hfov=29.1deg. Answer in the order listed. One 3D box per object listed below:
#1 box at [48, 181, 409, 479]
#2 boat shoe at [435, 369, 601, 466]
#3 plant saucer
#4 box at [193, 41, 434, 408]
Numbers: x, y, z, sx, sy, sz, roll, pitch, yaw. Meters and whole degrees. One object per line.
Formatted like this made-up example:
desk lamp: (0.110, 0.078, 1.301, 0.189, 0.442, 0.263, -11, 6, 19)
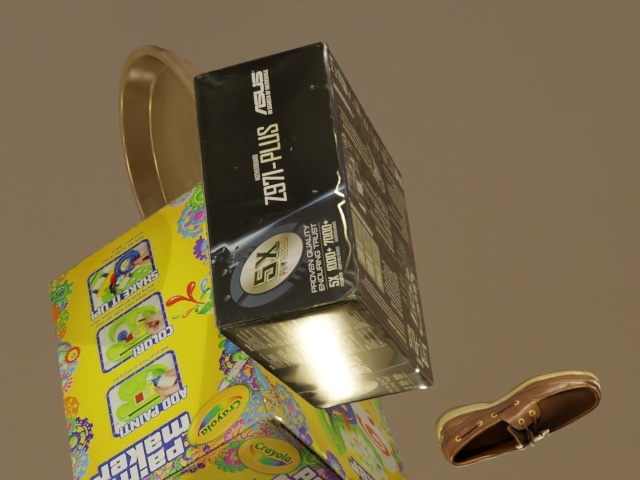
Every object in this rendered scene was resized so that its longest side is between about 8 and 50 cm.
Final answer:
box: (-0.068, 0.160, 1.077, 0.177, 0.279, 0.290, -32, -48, 10)
boat shoe: (0.207, 0.189, 1.265, 0.178, 0.060, 0.064, -21, -62, 8)
plant saucer: (-0.136, -0.066, 1.264, 0.041, 0.278, 0.278, -17, -46, -27)
box: (0.000, 0.000, 0.696, 0.077, 0.147, 0.180, -13, -23, 13)
